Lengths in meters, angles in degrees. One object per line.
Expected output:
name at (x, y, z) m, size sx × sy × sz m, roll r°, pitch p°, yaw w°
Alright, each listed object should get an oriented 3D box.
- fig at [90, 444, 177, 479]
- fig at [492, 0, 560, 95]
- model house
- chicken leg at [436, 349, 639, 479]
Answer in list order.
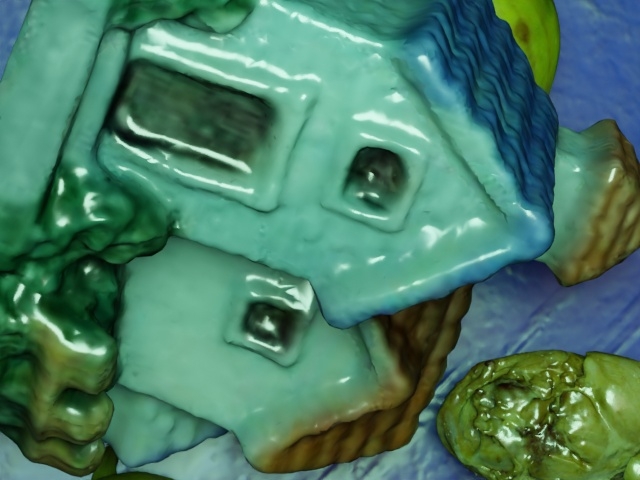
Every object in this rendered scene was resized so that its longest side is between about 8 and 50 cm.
fig at (-0.104, 0.154, 1.059) m, size 0.084 × 0.082 × 0.098 m, roll -47°, pitch 50°, yaw 7°
fig at (0.101, -0.074, 1.081) m, size 0.093 × 0.093 × 0.166 m, roll -23°, pitch 86°, yaw -6°
model house at (0.000, 0.000, 0.971) m, size 0.329 × 0.251 × 0.295 m, roll 21°, pitch 110°, yaw -7°
chicken leg at (0.176, 0.107, 1.068) m, size 0.228 × 0.103 × 0.088 m, roll 12°, pitch 69°, yaw -8°
